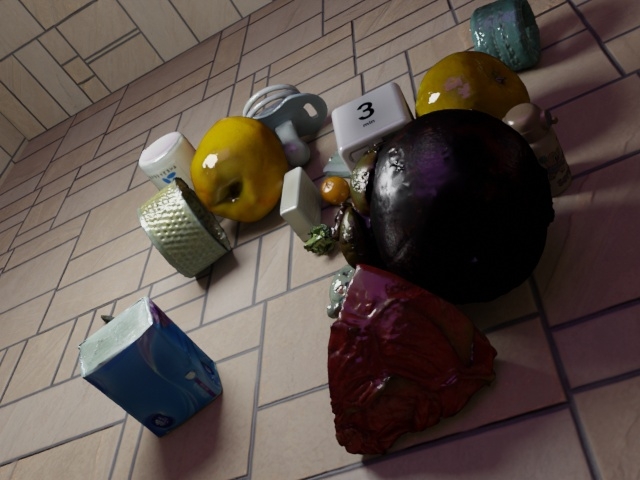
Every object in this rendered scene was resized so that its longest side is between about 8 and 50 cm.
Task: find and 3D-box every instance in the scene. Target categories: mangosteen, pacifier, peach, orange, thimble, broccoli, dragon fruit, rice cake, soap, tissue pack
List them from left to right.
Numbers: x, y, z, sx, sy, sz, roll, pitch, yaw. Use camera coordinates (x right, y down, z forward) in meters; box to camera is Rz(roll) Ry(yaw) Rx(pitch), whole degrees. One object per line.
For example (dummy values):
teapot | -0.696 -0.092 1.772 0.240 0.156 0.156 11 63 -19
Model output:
tissue pack | -0.384 0.293 1.515 0.198 0.263 0.146 -37 35 -1
thimble | -0.388 -0.034 1.902 0.150 0.271 0.271 -37 35 2
peach | -0.231 -0.217 1.949 0.289 0.289 0.308 -22 33 20
pacifier | -0.104 -0.335 2.083 0.299 0.244 0.233 -30 65 12
soap | -0.052 -0.099 1.813 0.064 0.121 0.183 -22 38 21
broccoli | 0.000 0.000 1.682 0.097 0.095 0.092 19 49 42
orange | 0.040 -0.138 1.823 0.083 0.070 0.083 -24 40 22
rice cake | 0.102 -0.224 1.898 0.211 0.038 0.124 4 52 44
dragon fruit | 0.150 0.254 1.226 0.302 0.240 0.330 24 87 22
mangosteen | 0.235 -0.039 1.279 0.421 0.381 0.381 -34 34 15
orange | 0.362 -0.318 1.596 0.235 0.279 0.279 -51 17 46
thimble | 0.508 -0.557 1.806 0.143 0.198 0.235 -12 9 33

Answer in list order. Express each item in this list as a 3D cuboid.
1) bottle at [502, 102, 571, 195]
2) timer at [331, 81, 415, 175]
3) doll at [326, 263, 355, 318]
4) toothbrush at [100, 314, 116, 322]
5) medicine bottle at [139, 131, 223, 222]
bottle | 0.462 -0.195 1.401 0.110 0.209 0.097 -8 44 34
timer | 0.156 -0.250 1.685 0.192 0.194 0.195 -24 38 14
doll | 0.075 0.101 1.515 0.104 0.071 0.214 2 40 27
toothbrush | -0.561 0.249 1.929 0.297 0.030 0.030 7 63 44
medicine bottle | -0.417 -0.183 2.077 0.170 0.293 0.170 -25 35 19
